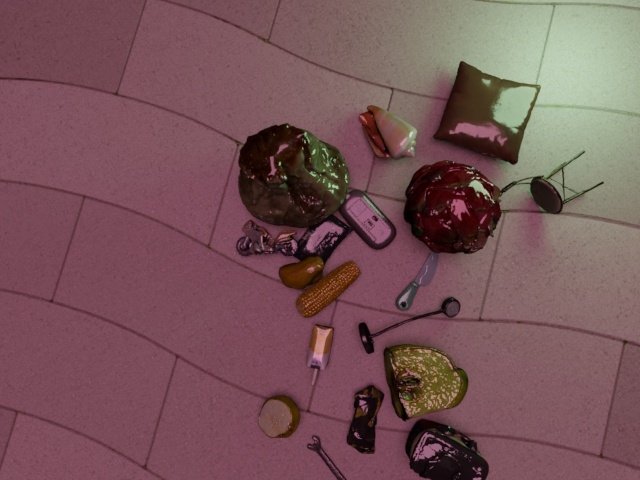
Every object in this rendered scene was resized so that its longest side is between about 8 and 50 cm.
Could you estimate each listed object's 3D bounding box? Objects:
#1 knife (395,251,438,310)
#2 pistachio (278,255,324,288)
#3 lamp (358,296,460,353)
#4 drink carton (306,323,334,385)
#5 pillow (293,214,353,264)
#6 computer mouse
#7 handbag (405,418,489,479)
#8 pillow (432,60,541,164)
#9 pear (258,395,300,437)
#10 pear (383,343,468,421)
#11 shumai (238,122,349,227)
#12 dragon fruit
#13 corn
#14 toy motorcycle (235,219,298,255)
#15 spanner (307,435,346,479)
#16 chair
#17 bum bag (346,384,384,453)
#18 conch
[{"bbox_3d":[0.355,0.139,1.755,0.063,0.034,0.260,37,84,1],"label":"knife"},{"bbox_3d":[-0.062,0.118,1.711,0.189,0.110,0.100,-14,118,31],"label":"pistachio"},{"bbox_3d":[0.296,0.266,1.727,0.371,0.108,0.130,-28,114,-9],"label":"lamp"},{"bbox_3d":[-0.005,0.394,1.719,0.084,0.074,0.200,11,86,4],"label":"drink carton"},{"bbox_3d":[0.000,0.000,1.765,0.141,0.055,0.208,38,90,3],"label":"pillow"},{"bbox_3d":[0.166,-0.073,1.767,0.120,0.057,0.232,-43,87,-2],"label":"computer mouse"},{"bbox_3d":[0.411,0.700,1.622,0.254,0.181,0.181,27,87,4],"label":"handbag"},{"bbox_3d":[0.587,-0.453,1.762,0.307,0.108,0.306,19,84,4],"label":"pillow"},{"bbox_3d":[-0.134,0.600,1.692,0.140,0.104,0.141,-8,67,19],"label":"pear"},{"bbox_3d":[0.351,0.450,1.665,0.255,0.164,0.239,-13,74,-5],"label":"pear"},{"bbox_3d":[-0.109,-0.234,1.648,0.397,0.323,0.324,-1,75,7],"label":"shumai"},{"bbox_3d":[0.426,-0.111,1.642,0.328,0.329,0.330,0,85,2],"label":"dragon fruit"},{"bbox_3d":[0.025,0.170,1.732,0.260,0.091,0.091,-37,43,-2],"label":"corn"},{"bbox_3d":[-0.190,-0.009,1.751,0.229,0.094,0.130,0,86,13],"label":"toy motorcycle"},{"bbox_3d":[0.043,0.781,1.710,0.054,0.015,0.255,-39,84,0],"label":"spanner"},{"bbox_3d":[0.767,-0.165,1.709,0.325,0.160,0.170,-30,83,-5],"label":"chair"},{"bbox_3d":[0.154,0.608,1.700,0.106,0.060,0.233,9,87,-6],"label":"bum bag"},{"bbox_3d":[0.252,-0.379,1.778,0.158,0.127,0.255,-44,60,26],"label":"conch"}]
